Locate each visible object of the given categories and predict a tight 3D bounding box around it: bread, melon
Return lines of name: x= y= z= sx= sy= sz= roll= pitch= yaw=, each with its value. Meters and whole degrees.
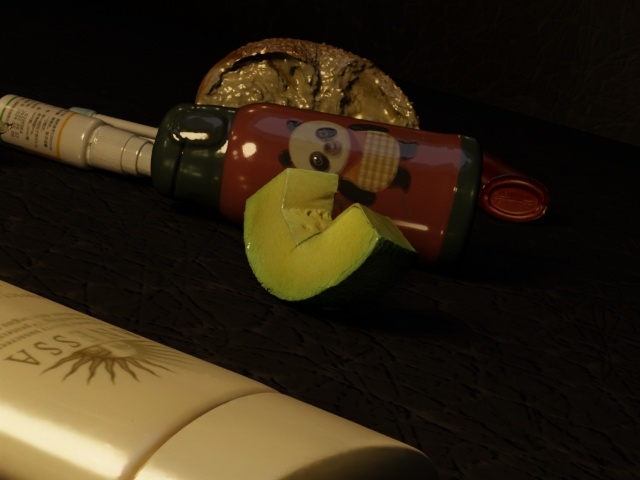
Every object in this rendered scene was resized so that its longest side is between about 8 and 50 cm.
bread: x=-0.015 y=-0.195 z=1.892 sx=0.314 sy=0.171 sz=0.192 roll=12 pitch=16 yaw=-7
melon: x=0.000 y=0.000 z=1.180 sx=0.064 sy=0.118 sz=0.209 roll=20 pitch=18 yaw=-34

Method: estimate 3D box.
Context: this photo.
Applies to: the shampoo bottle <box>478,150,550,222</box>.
shampoo bottle: x=0.229 y=-0.087 z=1.888 sx=0.102 sy=0.064 sz=0.260 roll=8 pitch=13 yaw=-14

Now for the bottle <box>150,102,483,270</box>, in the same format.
bottle: x=-0.008 y=-0.063 z=1.402 sx=0.336 sy=0.144 sz=0.144 roll=10 pitch=13 yaw=1

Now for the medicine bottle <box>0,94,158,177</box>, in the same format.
medicine bottle: x=-0.261 y=-0.120 z=1.534 sx=0.221 sy=0.061 sz=0.092 roll=17 pitch=39 yaw=19

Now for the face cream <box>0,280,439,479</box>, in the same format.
face cream: x=-0.124 y=0.093 z=0.717 sx=0.349 sy=0.081 sz=0.173 roll=18 pitch=14 yaw=27

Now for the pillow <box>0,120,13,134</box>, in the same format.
pillow: x=-0.488 y=-0.131 z=1.369 sx=0.185 sy=0.075 sz=0.302 roll=16 pitch=12 yaw=37

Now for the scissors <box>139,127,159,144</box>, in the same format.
scissors: x=-0.229 y=-0.149 z=1.846 sx=0.100 sy=0.015 sz=0.189 roll=19 pitch=12 yaw=22
